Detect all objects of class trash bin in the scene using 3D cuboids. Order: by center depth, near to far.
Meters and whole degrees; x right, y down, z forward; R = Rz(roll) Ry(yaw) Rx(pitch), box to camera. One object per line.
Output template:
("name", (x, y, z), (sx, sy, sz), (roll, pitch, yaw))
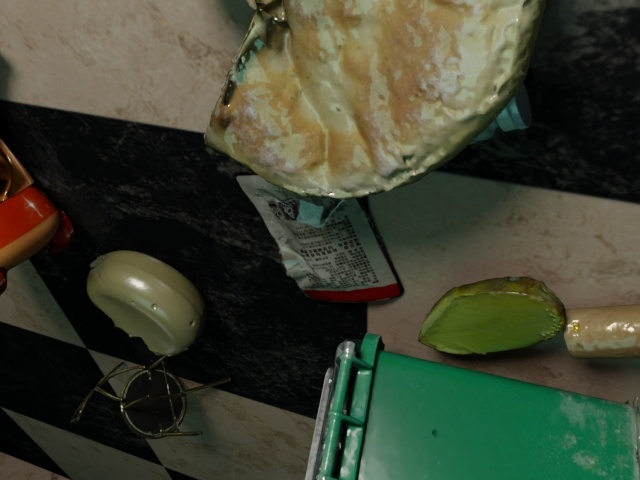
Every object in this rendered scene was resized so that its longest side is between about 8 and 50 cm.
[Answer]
("trash bin", (0.186, 0.277, 0.693), (0.381, 0.259, 0.295), (4, 150, 14))

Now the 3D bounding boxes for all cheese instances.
("cheese", (-0.284, 0.095, 0.881), (0.202, 0.091, 0.175), (44, 137, -17))

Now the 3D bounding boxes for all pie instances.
("pie", (0.015, -0.177, 0.417), (0.338, 0.075, 0.337), (11, 125, 16))

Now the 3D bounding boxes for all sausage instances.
("sausage", (0.406, 0.091, 0.542), (0.301, 0.065, 0.065), (-9, 128, 32))

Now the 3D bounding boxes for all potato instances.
("potato", (0.198, 0.086, 0.652), (0.119, 0.054, 0.198), (29, 145, -11))

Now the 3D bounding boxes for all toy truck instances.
("toy truck", (-0.521, -0.043, 0.795), (0.265, 0.189, 0.239), (-10, 117, 36))

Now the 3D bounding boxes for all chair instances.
("chair", (-0.349, 0.324, 1.111), (0.170, 0.159, 0.326), (44, 132, -18))

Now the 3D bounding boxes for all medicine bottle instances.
("medicine bottle", (0.093, -0.102, 0.507), (0.191, 0.051, 0.051), (-10, 128, 35))

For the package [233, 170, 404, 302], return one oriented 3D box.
("package", (0.000, 0.000, 0.678), (0.154, 0.030, 0.239), (-4, 131, 29))
